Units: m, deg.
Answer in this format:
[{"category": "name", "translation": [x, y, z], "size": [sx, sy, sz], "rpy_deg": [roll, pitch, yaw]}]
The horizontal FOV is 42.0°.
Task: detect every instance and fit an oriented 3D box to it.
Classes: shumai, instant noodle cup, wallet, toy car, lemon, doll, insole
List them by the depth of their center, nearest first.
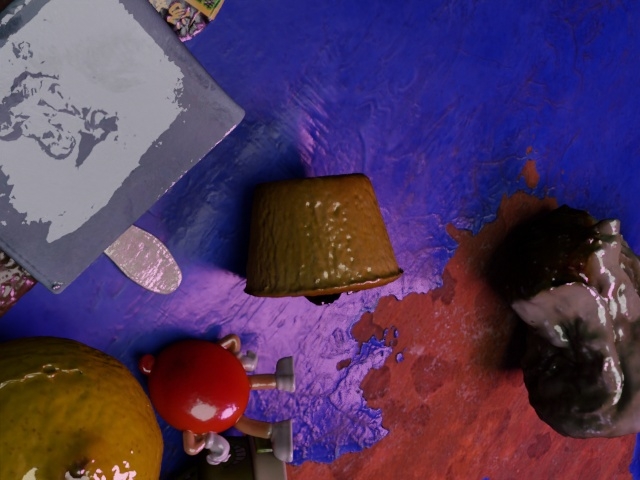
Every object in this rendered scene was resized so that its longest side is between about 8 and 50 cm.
[{"category": "wallet", "translation": [-0.251, -0.122, 0.846], "size": [0.290, 0.054, 0.251], "rpy_deg": [-45, 122, -9]}, {"category": "lemon", "translation": [-0.309, 0.237, 0.911], "size": [0.293, 0.293, 0.292], "rpy_deg": [-10, 109, -31]}, {"category": "instant noodle cup", "translation": [-0.194, -0.300, 0.930], "size": [0.152, 0.122, 0.151], "rpy_deg": [-11, 110, -33]}, {"category": "insole", "translation": [-0.246, 0.005, 1.051], "size": [0.192, 0.010, 0.063], "rpy_deg": [41, 80, -35]}, {"category": "doll", "translation": [-0.139, 0.206, 1.103], "size": [0.217, 0.085, 0.183], "rpy_deg": [14, 51, -16]}, {"category": "toy car", "translation": [-0.138, 0.388, 1.146], "size": [0.198, 0.204, 0.247], "rpy_deg": [-2, 108, -10]}, {"category": "shumai", "translation": [0.466, 0.101, 1.385], "size": [0.397, 0.324, 0.323], "rpy_deg": [-41, 108, -23]}]

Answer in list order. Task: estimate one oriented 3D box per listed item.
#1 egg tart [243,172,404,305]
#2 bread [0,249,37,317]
[{"category": "egg tart", "translation": [0.000, 0.000, 1.104], "size": [0.215, 0.215, 0.170], "rpy_deg": [-7, 94, -32]}, {"category": "bread", "translation": [-0.466, 0.089, 0.870], "size": [0.416, 0.113, 0.165], "rpy_deg": [-46, 122, -12]}]
